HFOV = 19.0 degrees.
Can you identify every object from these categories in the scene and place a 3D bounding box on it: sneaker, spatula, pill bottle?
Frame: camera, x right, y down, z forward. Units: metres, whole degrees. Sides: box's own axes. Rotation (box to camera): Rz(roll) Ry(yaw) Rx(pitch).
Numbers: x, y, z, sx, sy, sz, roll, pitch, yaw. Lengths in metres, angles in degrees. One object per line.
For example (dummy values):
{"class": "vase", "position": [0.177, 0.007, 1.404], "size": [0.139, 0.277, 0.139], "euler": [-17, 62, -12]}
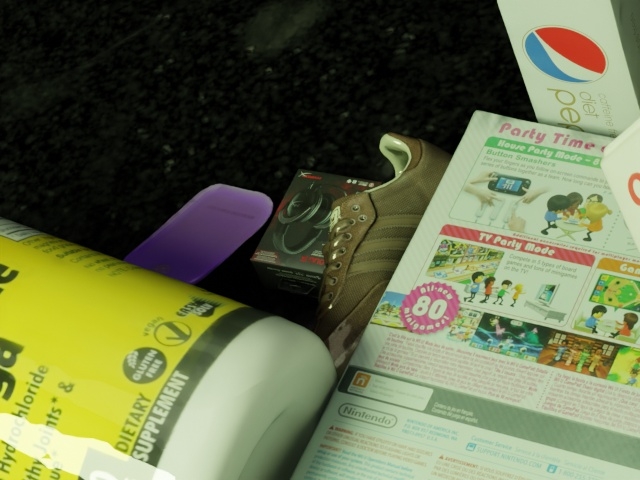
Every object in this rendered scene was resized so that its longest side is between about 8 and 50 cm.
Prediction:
{"class": "sneaker", "position": [0.025, 0.014, 1.137], "size": [0.071, 0.066, 0.188], "euler": [34, 56, 3]}
{"class": "spatula", "position": [-0.129, 0.078, 1.179], "size": [0.084, 0.030, 0.296], "euler": [12, 63, 48]}
{"class": "pill bottle", "position": [-0.175, 0.086, 1.055], "size": [0.334, 0.188, 0.188], "euler": [18, 62, 20]}

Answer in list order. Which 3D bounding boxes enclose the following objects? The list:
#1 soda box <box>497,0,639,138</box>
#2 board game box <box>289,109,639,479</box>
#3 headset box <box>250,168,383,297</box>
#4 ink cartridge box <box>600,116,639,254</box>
{"class": "soda box", "position": [0.159, -0.111, 1.093], "size": [0.069, 0.216, 0.074], "euler": [8, 57, 26]}
{"class": "board game box", "position": [0.132, 0.088, 1.028], "size": [0.224, 0.097, 0.303], "euler": [13, 61, 29]}
{"class": "headset box", "position": [0.000, 0.000, 1.193], "size": [0.062, 0.032, 0.083], "euler": [11, 57, 29]}
{"class": "ink cartridge box", "position": [0.263, 0.035, 0.863], "size": [0.114, 0.198, 0.273], "euler": [-16, 76, -25]}
